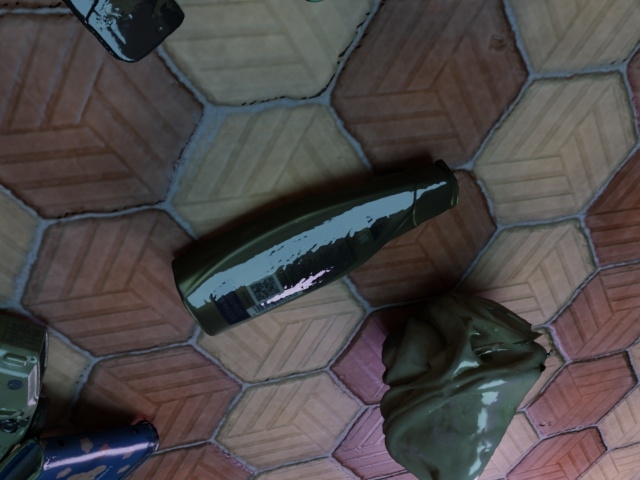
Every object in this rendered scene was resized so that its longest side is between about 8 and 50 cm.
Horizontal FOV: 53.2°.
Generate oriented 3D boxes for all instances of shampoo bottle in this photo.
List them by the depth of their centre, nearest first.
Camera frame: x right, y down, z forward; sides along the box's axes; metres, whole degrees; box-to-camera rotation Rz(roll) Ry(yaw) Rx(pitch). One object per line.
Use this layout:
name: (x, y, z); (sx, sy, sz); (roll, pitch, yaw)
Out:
shampoo bottle: (0.000, 0.000, 0.780); (0.350, 0.084, 0.125); (-25, 133, 0)

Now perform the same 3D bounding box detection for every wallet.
wallet: (-0.194, -0.235, 0.562); (0.082, 0.018, 0.156); (-45, 130, -9)
wallet: (-0.332, 0.307, 0.866); (0.141, 0.059, 0.202); (-41, 156, 17)

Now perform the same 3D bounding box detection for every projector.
projector: (-0.440, 0.205, 0.781); (0.194, 0.088, 0.269); (23, 116, -29)

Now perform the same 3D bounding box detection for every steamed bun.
steamed bun: (0.176, 0.207, 0.919); (0.280, 0.207, 0.268); (-62, 162, 7)

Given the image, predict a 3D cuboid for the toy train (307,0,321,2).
toy train: (0.010, -0.305, 0.539); (0.125, 0.080, 0.193); (-8, 128, 4)
